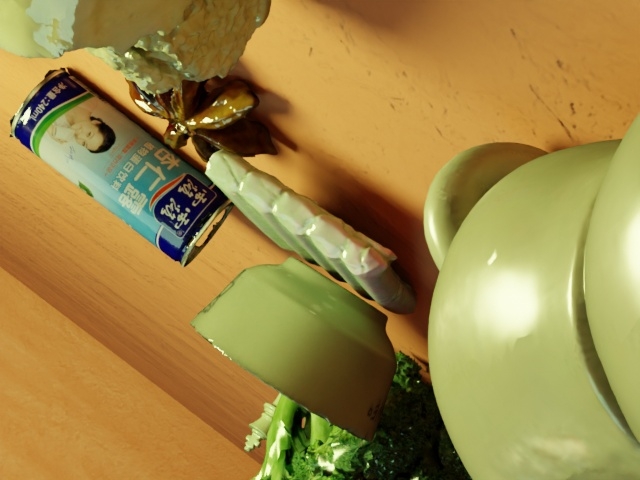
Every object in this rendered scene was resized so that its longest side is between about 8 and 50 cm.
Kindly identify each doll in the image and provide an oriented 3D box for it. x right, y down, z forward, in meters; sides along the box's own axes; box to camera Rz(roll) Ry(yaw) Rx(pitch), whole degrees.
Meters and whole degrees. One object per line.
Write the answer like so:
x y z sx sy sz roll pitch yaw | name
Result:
0.179 0.033 0.482 0.226 0.215 0.370 56 162 -4 | doll

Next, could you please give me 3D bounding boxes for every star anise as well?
-0.108 -0.115 0.897 0.168 0.057 0.168 35 162 13 | star anise

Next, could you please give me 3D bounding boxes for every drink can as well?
-0.211 -0.078 1.118 0.235 0.097 0.097 38 162 1 | drink can

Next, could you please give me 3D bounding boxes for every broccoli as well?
0.048 0.238 1.191 0.308 0.307 0.275 77 171 -63 | broccoli

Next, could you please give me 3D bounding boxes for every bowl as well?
-0.011 0.090 1.005 0.211 0.112 0.211 31 177 2 | bowl

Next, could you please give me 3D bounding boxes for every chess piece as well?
-0.065 0.250 1.546 0.059 0.149 0.059 35 161 14 | chess piece

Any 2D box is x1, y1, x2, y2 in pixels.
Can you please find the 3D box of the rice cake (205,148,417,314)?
0.000 0.000 0.937 0.189 0.037 0.198 32 174 13 | rice cake

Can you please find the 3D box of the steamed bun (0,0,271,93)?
-0.160 -0.194 0.631 0.225 0.170 0.200 34 166 14 | steamed bun
